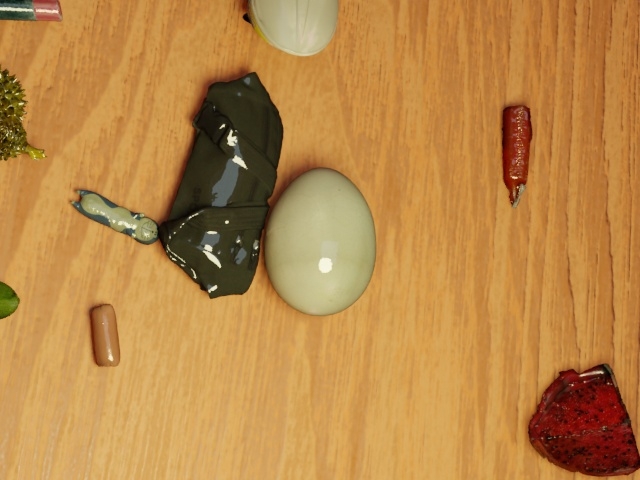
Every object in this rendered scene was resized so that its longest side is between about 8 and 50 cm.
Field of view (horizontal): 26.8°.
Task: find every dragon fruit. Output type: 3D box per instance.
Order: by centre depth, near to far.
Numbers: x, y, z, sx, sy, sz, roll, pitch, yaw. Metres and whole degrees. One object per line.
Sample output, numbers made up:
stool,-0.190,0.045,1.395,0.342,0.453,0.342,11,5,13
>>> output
dragon fruit,0.373,0.268,1.928,0.161,0.120,0.127,-12,124,2

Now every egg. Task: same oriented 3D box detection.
egg,0.000,0.000,1.804,0.151,0.151,0.209,10,64,-18

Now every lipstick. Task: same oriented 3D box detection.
lipstick,-0.454,-0.304,1.766,0.234,0.053,0.053,0,77,-25

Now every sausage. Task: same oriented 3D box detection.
sausage,-0.277,0.123,1.734,0.034,0.034,0.083,-3,79,-21

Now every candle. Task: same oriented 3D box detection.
candle,0.296,-0.125,1.999,0.053,0.048,0.162,14,72,-35

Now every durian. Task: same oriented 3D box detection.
durian,-0.438,-0.163,1.709,0.208,0.102,0.146,39,62,-12

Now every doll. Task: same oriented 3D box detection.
doll,-0.270,-0.031,1.777,0.125,0.027,0.037,26,77,-13

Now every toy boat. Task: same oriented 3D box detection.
toy boat,-0.048,-0.369,1.882,0.141,0.141,0.269,7,74,-19

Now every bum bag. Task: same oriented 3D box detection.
bum bag,-0.128,-0.083,1.814,0.142,0.080,0.326,19,71,-23

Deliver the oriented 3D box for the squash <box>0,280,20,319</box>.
squash,-0.499,0.058,1.649,0.258,0.069,0.069,13,73,-18
